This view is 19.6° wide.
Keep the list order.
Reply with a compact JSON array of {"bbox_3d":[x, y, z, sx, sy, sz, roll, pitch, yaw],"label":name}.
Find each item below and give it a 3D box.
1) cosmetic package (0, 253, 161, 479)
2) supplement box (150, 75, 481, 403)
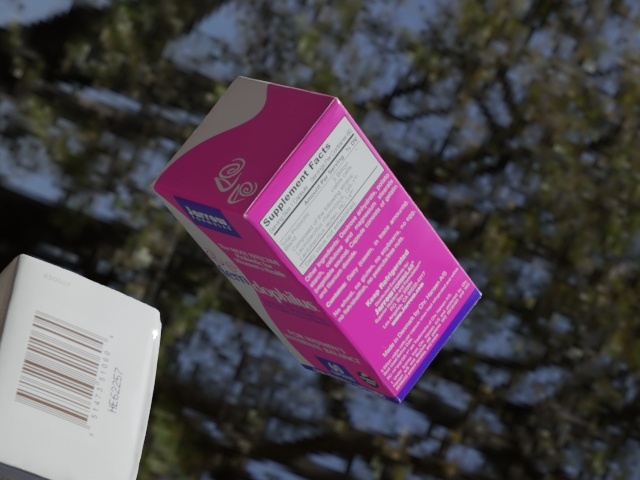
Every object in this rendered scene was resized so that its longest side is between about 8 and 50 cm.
[{"bbox_3d":[-0.175,0.117,0.926,0.231,0.085,0.117,-42,-149,45],"label":"cosmetic package"},{"bbox_3d":[0.000,0.000,1.315,0.111,0.220,0.114,17,-118,48],"label":"supplement box"}]
